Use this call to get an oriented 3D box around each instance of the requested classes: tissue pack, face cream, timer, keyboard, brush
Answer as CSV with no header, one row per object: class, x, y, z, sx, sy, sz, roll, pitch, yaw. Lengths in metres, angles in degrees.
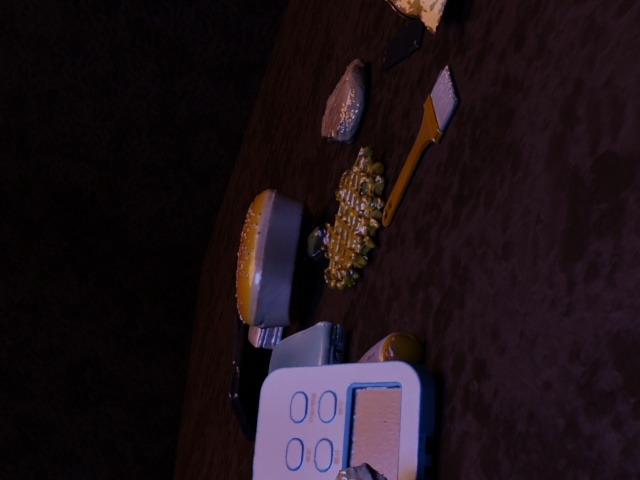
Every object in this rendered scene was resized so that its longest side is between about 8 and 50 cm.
tissue pack,-0.103,0.086,1.937,0.170,0.071,0.325,-178,100,-76
face cream,0.082,0.173,1.115,0.182,0.051,0.072,129,161,-60
timer,0.027,0.265,1.007,0.250,0.091,0.231,-18,61,47
keyboard,0.144,-0.346,1.455,0.198,0.010,0.063,178,107,-76
brush,0.143,-0.125,1.241,0.103,0.013,0.272,-92,19,-49

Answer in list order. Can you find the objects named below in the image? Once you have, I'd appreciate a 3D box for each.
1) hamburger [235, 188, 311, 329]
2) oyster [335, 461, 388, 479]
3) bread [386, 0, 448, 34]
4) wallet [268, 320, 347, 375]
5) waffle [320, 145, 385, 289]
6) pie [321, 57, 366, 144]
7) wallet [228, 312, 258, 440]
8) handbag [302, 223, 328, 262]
hamburger,-0.105,0.040,1.722,0.227,0.152,0.295,86,-166,-65
oyster,0.062,0.399,0.823,0.271,0.100,0.275,28,107,52
bread,0.101,-0.497,1.252,0.248,0.279,0.315,-61,7,29
wallet,-0.029,0.274,1.377,0.176,0.075,0.250,-29,45,47
waffle,0.056,-0.031,1.440,0.228,0.051,0.231,125,154,-52
pie,0.050,-0.287,1.703,0.218,0.052,0.185,-133,56,-77
wallet,-0.183,0.319,1.989,0.309,0.042,0.165,-93,-11,-53
handbag,0.000,0.000,1.640,0.111,0.047,0.072,117,162,-57
